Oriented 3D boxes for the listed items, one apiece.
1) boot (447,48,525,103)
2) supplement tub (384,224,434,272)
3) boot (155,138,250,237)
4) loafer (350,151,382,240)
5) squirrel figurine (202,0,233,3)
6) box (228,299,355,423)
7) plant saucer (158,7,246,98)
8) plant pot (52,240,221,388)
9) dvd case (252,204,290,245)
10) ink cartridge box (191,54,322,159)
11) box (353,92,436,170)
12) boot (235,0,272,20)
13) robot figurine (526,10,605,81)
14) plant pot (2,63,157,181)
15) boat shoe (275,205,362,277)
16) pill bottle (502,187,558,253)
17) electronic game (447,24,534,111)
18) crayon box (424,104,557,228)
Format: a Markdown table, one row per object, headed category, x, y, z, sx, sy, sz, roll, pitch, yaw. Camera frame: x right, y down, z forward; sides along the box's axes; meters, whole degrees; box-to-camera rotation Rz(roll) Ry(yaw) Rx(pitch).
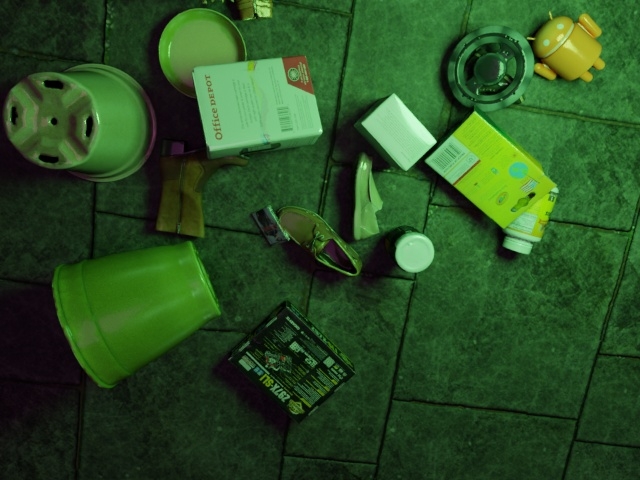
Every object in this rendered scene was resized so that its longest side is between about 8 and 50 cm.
| category | x | y | z | sx | sy | sz | roll | pitch | yaw |
| --- | --- | --- | --- | --- | --- | --- | --- | --- | --- |
| boot | 0.483 | -0.438 | 1.456 | 0.198 | 0.077 | 0.137 | 45 | 101 | 2 |
| supplement tub | 0.256 | 0.018 | 1.471 | 0.117 | 0.190 | 0.116 | -1 | 103 | -3 |
| boot | -0.345 | -0.142 | 1.451 | 0.264 | 0.096 | 0.280 | 4 | 104 | -8 |
| loafer | 0.138 | -0.130 | 1.484 | 0.092 | 0.102 | 0.268 | -1 | 111 | -5 |
| squirrel figurine | -0.218 | -0.789 | 1.196 | 0.371 | 0.281 | 0.396 | 18 | 80 | 20 |
| box | -0.087 | 0.387 | 1.586 | 0.257 | 0.079 | 0.322 | -43 | 101 | 7 |
| plant saucer | -0.328 | -0.519 | 1.400 | 0.241 | 0.037 | 0.240 | -1 | 101 | -4 |
| plant pot | -0.484 | 0.172 | 1.404 | 0.353 | 0.366 | 0.366 | -22 | 103 | -11 |
| dvd case | -0.149 | -0.043 | 1.495 | 0.013 | 0.087 | 0.119 | -42 | 107 | -40 |
| ink cartridge box | -0.172 | -0.357 | 1.345 | 0.307 | 0.131 | 0.225 | -11 | 88 | -12 |
| box | 0.204 | -0.302 | 1.404 | 0.119 | 0.181 | 0.182 | -44 | 101 | 5 |
| boot | -0.145 | -0.691 | 1.363 | 0.197 | 0.073 | 0.152 | -9 | 105 | 5 |
| robot figurine | 0.695 | -0.541 | 1.413 | 0.219 | 0.158 | 0.128 | 35 | 69 | -10 |
| plant pot | -0.631 | -0.305 | 1.290 | 0.334 | 0.305 | 0.333 | -1 | 102 | -3 |
| boat shoe | 0.000 | 0.000 | 1.494 | 0.307 | 0.104 | 0.110 | 33 | 100 | -8 |
| pill bottle | 0.628 | -0.072 | 1.512 | 0.117 | 0.117 | 0.214 | 15 | 101 | -6 |
| electronic game | 0.472 | -0.477 | 1.390 | 0.230 | 0.048 | 0.229 | 5 | 106 | 17 |
| crayon box | 0.489 | -0.207 | 1.447 | 0.319 | 0.081 | 0.202 | 40 | 122 | -6 |
